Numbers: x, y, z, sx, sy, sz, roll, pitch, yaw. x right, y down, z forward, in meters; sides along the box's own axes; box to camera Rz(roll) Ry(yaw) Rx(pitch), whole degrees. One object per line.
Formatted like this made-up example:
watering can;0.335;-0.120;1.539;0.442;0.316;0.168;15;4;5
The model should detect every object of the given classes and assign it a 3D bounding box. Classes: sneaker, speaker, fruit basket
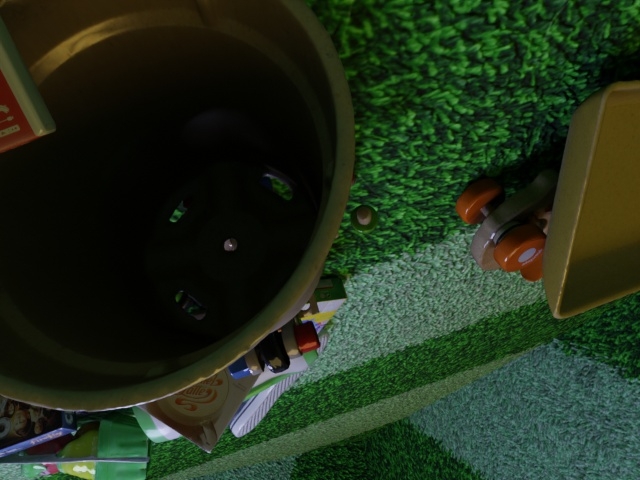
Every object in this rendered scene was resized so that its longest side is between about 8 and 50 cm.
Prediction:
sneaker;-0.124;0.298;1.316;0.321;0.127;0.126;-47;155;2
speaker;-0.157;0.215;0.941;0.296;0.131;0.131;-27;154;-6
fruit basket;-0.570;0.497;1.309;0.353;0.166;0.327;-2;170;-15

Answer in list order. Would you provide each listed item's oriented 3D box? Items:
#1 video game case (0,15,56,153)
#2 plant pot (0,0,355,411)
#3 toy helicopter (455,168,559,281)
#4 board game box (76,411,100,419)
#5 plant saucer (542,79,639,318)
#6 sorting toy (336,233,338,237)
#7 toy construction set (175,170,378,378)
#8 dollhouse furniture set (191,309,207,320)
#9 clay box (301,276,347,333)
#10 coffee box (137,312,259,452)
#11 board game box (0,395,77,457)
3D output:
video game case;-0.342;-0.113;0.346;0.285;0.204;0.025;-20;-162;3
plant pot;-0.124;-0.026;0.519;0.333;0.334;0.305;-19;165;3
toy helicopter;0.413;-0.061;0.953;0.355;0.140;0.235;-35;145;6
board game box;-0.485;0.291;1.146;0.213;0.046;0.317;-17;153;1
plant saucer;0.456;-0.078;0.834;0.332;0.081;0.333;-12;118;-28
sorting toy;0.000;0.000;0.931;0.062;0.012;0.083;-24;152;11
toy construction set;-0.054;0.025;0.787;0.309;0.257;0.237;-43;170;0
dollhouse furniture set;-0.226;0.210;1.104;0.212;0.161;0.242;-5;128;-25
clay box;-0.047;0.151;1.144;0.127;0.053;0.222;-4;151;-26
coffee box;-0.220;0.173;0.822;0.141;0.246;0.098;-56;180;-9
board game box;-0.537;0.277;0.954;0.243;0.165;0.042;-20;153;3
